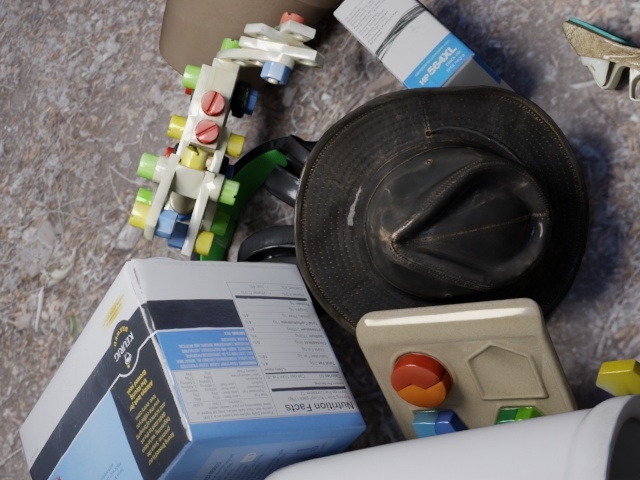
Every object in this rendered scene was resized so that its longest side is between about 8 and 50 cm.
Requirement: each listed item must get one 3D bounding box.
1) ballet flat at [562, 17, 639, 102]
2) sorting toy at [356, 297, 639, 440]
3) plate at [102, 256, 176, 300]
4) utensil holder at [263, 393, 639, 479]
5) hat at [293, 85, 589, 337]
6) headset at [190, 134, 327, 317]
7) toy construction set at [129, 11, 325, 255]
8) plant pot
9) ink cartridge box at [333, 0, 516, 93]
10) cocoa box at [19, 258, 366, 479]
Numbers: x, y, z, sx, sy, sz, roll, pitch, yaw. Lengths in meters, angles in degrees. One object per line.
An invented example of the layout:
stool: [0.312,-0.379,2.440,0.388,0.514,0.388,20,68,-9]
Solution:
ballet flat: [0.348,-0.194,1.376,0.206,0.073,0.067,29,104,41]
sorting toy: [0.202,0.166,1.260,0.307,0.229,0.041,-7,29,31]
plate: [-0.230,0.114,1.666,0.188,0.024,0.188,-13,66,30]
utensil holder: [0.149,0.332,1.147,0.385,0.327,0.328,-14,65,31]
hat: [0.140,-0.011,1.284,0.331,0.331,0.134,-55,11,4]
headset: [0.000,0.000,1.515,0.394,0.185,0.243,3,69,50]
toy construction set: [-0.128,-0.137,1.490,0.151,0.215,0.328,31,83,-1]
plant pot: [-0.106,-0.324,1.635,0.263,0.263,0.229,48,119,36]
ink cartridge box: [0.129,-0.221,1.477,0.086,0.148,0.203,-47,54,11]
cocoa box: [-0.156,0.214,1.379,0.347,0.231,0.228,-52,50,38]
